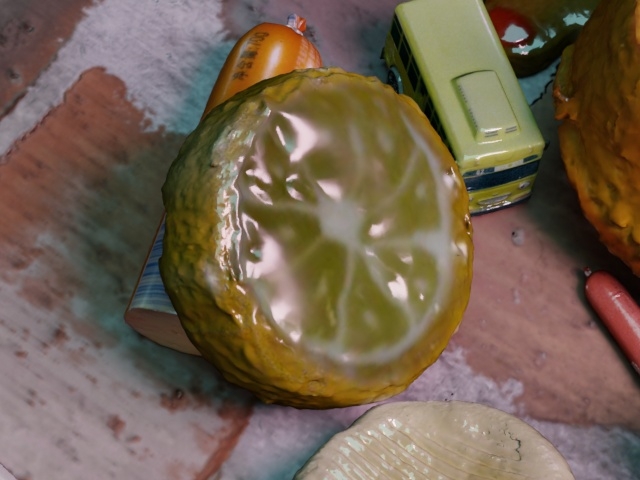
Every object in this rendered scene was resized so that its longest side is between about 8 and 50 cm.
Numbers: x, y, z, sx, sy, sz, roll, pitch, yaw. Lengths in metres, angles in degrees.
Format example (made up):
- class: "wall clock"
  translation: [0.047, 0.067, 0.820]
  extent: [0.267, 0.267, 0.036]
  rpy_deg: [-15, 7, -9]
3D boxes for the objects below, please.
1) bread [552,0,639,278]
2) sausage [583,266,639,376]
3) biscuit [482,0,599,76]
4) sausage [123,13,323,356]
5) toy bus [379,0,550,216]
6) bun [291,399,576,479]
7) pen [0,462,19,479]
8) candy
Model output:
- class: "bread"
  translation: [0.369, -0.097, 1.040]
  extent: [0.358, 0.204, 0.337]
  rpy_deg: [36, 77, 6]
- class: "sausage"
  translation: [0.279, 0.123, 1.074]
  extent: [0.034, 0.034, 0.253]
  rpy_deg: [-24, 68, -14]
- class: "biscuit"
  translation: [0.262, -0.240, 1.228]
  extent: [0.432, 0.064, 0.283]
  rpy_deg: [42, 70, 15]
- class: "sausage"
  translation: [-0.066, -0.060, 1.109]
  extent: [0.093, 0.093, 0.312]
  rpy_deg: [16, 65, 4]
- class: "toy bus"
  translation: [0.118, -0.115, 1.140]
  extent: [0.088, 0.101, 0.175]
  rpy_deg: [-13, 65, -13]
- class: "bun"
  translation: [0.083, 0.219, 0.961]
  extent: [0.231, 0.133, 0.231]
  rpy_deg: [-2, 40, 2]
- class: "pen"
  translation: [-0.230, 0.191, 1.015]
  extent: [0.218, 0.026, 0.026]
  rpy_deg: [40, 69, 14]
- class: "candy"
  translation: [0.000, 0.000, 1.018]
  extent: [0.260, 0.118, 0.260]
  rpy_deg: [6, 80, -34]
